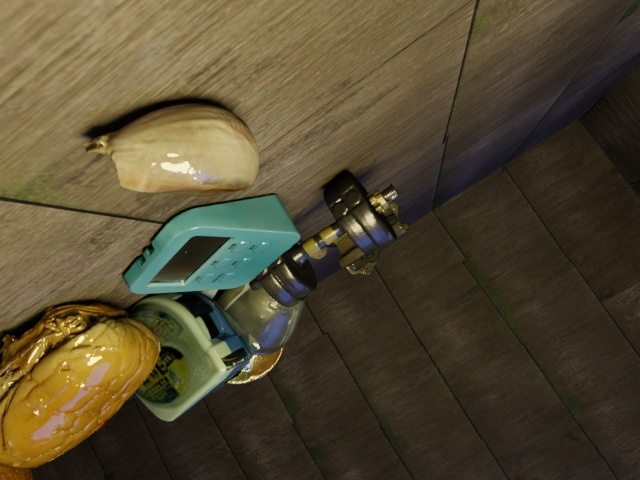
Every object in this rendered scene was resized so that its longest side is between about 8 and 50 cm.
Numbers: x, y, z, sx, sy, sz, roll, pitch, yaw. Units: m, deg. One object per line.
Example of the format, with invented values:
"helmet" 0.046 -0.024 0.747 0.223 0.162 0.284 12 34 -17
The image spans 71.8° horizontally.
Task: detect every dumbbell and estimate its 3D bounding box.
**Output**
"dumbbell" 0.000 0.000 0.960 0.388 0.185 0.185 -34 170 12

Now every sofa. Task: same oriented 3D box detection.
"sofa" 0.190 -0.001 1.560 0.200 0.182 0.258 -39 168 35

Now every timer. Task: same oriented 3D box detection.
"timer" -0.189 0.023 0.781 0.232 0.091 0.250 -38 165 36

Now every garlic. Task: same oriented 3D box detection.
"garlic" -0.122 -0.085 0.446 0.101 0.086 0.196 -22 178 23

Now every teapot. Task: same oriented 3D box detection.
"teapot" -0.179 0.128 1.154 0.239 0.322 0.239 -56 -159 30

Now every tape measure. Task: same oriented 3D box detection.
"tape measure" -0.314 0.240 0.970 0.259 0.262 0.138 -43 175 22

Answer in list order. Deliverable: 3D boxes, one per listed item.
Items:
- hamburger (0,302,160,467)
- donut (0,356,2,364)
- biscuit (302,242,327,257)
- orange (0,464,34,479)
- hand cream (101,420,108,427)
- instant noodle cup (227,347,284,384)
"hamburger" -0.437 0.247 0.767 0.318 0.158 0.318 -49 167 -15
"donut" -0.585 0.256 0.804 0.140 0.059 0.140 -31 170 -6
"biscuit" -0.020 0.033 1.459 0.061 0.055 0.219 -22 172 6
"orange" -0.825 0.586 0.969 0.357 0.321 0.322 -5 -175 30
"hand cream" -0.574 0.362 0.989 0.125 0.193 0.193 -28 170 -22
"instant noodle cup" -0.260 0.288 1.395 0.296 0.296 0.214 -29 178 -16
